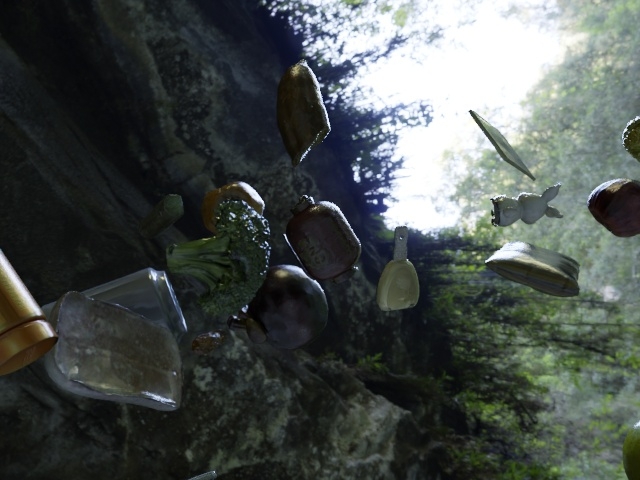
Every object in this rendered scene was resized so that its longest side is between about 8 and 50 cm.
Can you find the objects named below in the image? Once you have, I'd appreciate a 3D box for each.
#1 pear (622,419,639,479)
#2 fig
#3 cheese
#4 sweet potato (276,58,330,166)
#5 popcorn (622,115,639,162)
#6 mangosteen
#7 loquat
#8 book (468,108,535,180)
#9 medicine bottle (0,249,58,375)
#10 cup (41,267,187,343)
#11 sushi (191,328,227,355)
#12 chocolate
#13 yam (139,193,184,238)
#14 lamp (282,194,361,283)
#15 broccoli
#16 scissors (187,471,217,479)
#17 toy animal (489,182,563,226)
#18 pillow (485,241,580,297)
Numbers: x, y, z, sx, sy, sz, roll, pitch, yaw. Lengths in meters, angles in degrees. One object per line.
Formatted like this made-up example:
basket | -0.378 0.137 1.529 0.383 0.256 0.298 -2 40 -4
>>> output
pear | 0.489 0.297 0.600 0.198 0.198 0.198 3 -94 -43
fig | 0.618 -0.071 0.968 0.129 0.150 0.128 15 -118 -29
cheese | 0.219 0.077 1.357 0.127 0.054 0.251 -7 -67 -14
sweet potato | -0.065 -0.409 1.491 0.158 0.158 0.369 7 -116 -43
popcorn | 0.860 -0.267 1.251 0.162 0.141 0.135 -42 -92 -22
mangosteen | -0.118 0.231 1.598 0.297 0.297 0.293 57 -133 -26
loquat | -0.275 -0.093 1.511 0.187 0.234 0.176 -40 -80 -17
book | 0.463 -0.245 1.241 0.168 0.013 0.192 17 -139 -41
medicine bottle | -0.479 0.092 0.710 0.096 0.096 0.191 -33 -97 -39
cup | -0.553 0.268 1.368 0.327 0.237 0.322 -20 -72 -16
sushi | -0.294 0.268 1.281 0.061 0.060 0.118 56 -145 -7
chocolate | -0.398 0.228 0.937 0.303 0.101 0.185 44 -152 -50
yam | -0.417 -0.063 1.283 0.068 0.169 0.068 21 -123 -35
lamp | 0.000 0.000 1.323 0.180 0.180 0.258 -37 -83 -38
broccoli | -0.242 0.053 1.262 0.235 0.260 0.288 57 -158 -36
scissors | -0.387 0.700 1.364 0.205 0.027 0.101 -8 -114 -42
toy animal | 0.411 -0.067 0.976 0.085 0.125 0.070 54 -149 -80
pillow | 0.297 0.035 0.667 0.203 0.113 0.038 -12 -62 -60
